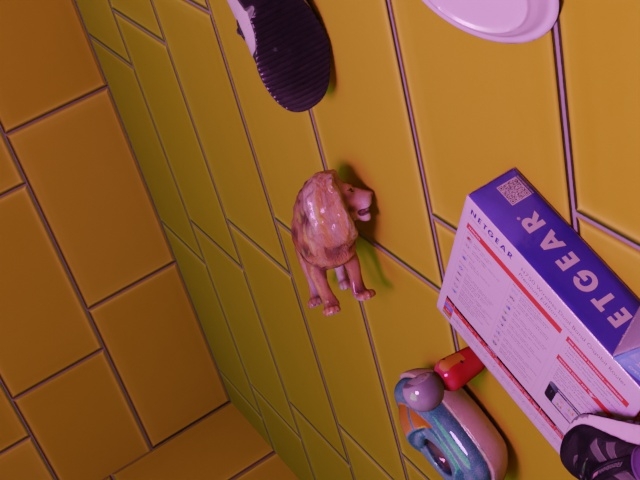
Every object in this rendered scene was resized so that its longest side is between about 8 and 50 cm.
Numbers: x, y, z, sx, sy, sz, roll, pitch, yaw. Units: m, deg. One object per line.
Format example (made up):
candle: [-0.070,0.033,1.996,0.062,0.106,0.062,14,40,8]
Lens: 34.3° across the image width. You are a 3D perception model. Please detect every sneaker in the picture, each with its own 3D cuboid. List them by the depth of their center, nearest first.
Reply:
sneaker: [0.335,0.278,1.194,0.107,0.124,0.283,43,163,-4]
sneaker: [-0.081,-0.366,1.636,0.146,0.122,0.331,-118,4,-69]

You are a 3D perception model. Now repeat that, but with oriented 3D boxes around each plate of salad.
plate of salad: [0.171,-0.291,1.124,0.199,0.048,0.200,30,161,12]

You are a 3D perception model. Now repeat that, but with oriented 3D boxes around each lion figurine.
lion figurine: [0.000,0.000,1.896,0.240,0.142,0.392,70,165,-4]

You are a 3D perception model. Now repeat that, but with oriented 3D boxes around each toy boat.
toy boat: [0.207,0.302,1.779,0.267,0.148,0.318,48,158,34]

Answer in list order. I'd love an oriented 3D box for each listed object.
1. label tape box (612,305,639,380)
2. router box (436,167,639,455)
label tape box: [0.433,0.104,0.862,0.240,0.106,0.334,37,160,0]
router box: [0.303,0.120,1.367,0.335,0.082,0.301,52,159,24]
